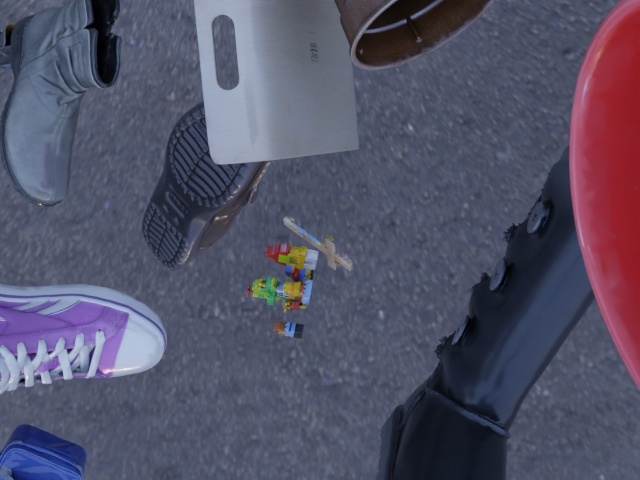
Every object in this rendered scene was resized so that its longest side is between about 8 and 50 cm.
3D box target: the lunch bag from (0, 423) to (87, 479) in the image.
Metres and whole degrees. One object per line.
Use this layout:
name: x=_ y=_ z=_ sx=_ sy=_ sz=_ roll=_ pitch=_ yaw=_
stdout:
lunch bag: x=-0.301 y=0.244 z=1.200 sx=0.098 sy=0.065 sz=0.067 roll=24 pitch=104 yaw=-15

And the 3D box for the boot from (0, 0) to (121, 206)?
boot: x=-0.297 y=-0.171 z=1.321 sx=0.083 sy=0.161 sz=0.246 roll=5 pitch=79 yaw=-45

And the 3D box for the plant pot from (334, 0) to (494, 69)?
plant pot: x=0.067 y=-0.284 z=1.121 sx=0.167 sy=0.167 sz=0.165 roll=-29 pitch=76 yaw=7

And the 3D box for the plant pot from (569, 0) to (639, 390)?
plant pot: x=0.304 y=-0.026 z=0.600 sx=0.243 sy=0.275 sz=0.275 roll=-16 pitch=113 yaw=-13

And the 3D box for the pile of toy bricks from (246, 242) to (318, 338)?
pile of toy bricks: x=-0.069 y=0.085 z=1.865 sx=0.105 sy=0.212 sz=0.118 roll=11 pitch=67 yaw=0

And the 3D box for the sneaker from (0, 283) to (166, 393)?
sneaker: x=-0.283 y=0.118 z=1.078 sx=0.282 sy=0.161 sz=0.102 roll=7 pitch=120 yaw=-17

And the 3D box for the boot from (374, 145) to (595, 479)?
boot: x=0.231 y=0.131 z=1.267 sx=0.146 sy=0.367 sz=0.445 roll=30 pitch=106 yaw=-15

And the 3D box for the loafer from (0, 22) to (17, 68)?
loafer: x=-0.398 y=-0.263 z=1.501 sx=0.170 sy=0.062 sz=0.061 roll=13 pitch=139 yaw=33

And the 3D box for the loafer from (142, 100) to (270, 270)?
loafer: x=-0.150 y=-0.099 z=1.632 sx=0.134 sy=0.130 sz=0.366 roll=52 pitch=141 yaw=8

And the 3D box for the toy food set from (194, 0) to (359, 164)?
toy food set: x=-0.048 y=-0.200 z=1.244 sx=0.092 sy=0.306 sz=0.220 roll=-2 pitch=96 yaw=24

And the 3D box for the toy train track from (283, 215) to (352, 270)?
toy train track: x=0.000 y=0.000 z=1.076 sx=0.014 sy=0.083 sz=0.048 roll=-46 pitch=156 yaw=-22
